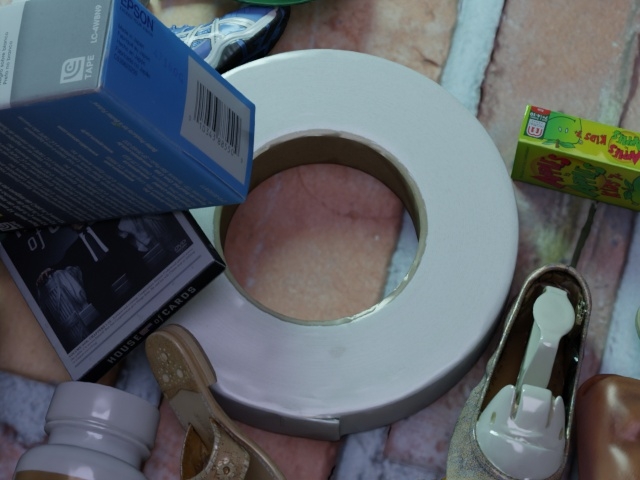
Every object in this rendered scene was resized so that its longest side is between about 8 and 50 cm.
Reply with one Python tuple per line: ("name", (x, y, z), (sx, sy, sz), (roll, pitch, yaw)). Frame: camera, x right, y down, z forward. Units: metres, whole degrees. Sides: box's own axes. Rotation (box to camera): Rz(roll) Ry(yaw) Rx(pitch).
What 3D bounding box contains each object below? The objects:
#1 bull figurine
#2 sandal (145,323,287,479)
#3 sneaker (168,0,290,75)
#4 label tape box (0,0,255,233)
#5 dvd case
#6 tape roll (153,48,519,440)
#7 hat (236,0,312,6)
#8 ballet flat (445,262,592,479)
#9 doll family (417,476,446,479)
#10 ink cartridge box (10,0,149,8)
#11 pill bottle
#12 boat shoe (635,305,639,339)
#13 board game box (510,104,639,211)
("bull figurine", (0.305, 0.266, 1.775), (0.188, 0.101, 0.310), (3, 68, -2))
("sandal", (-0.108, 0.197, 1.782), (0.079, 0.088, 0.240), (-30, 90, -40))
("sneaker", (-0.123, -0.194, 1.979), (0.211, 0.080, 0.081), (-35, 74, -14))
("label tape box", (-0.269, -0.107, 1.770), (0.348, 0.249, 0.115), (-5, 67, 27))
("dvd case", (-0.214, -0.001, 1.865), (0.179, 0.029, 0.238), (-41, 56, 7))
("tape roll", (0.000, 0.000, 1.902), (0.392, 0.072, 0.392), (0, 68, 1))
("hat", (-0.030, -0.361, 1.967), (0.208, 0.183, 0.173), (-23, 51, -27))
("ballet flat", (0.185, 0.141, 1.772), (0.108, 0.106, 0.316), (18, 49, -2))
("doll family", (0.091, 0.300, 1.752), (0.263, 0.118, 0.163), (-9, 68, -3))
("ink cartridge box", (-0.253, -0.210, 1.950), (0.086, 0.148, 0.203), (23, 69, 9))
("pill bottle", (-0.222, 0.251, 1.769), (0.131, 0.131, 0.229), (12, 68, 6))
("boat shoe", (0.444, 0.028, 1.872), (0.302, 0.098, 0.109), (-20, 69, -8))
("board game box", (0.283, -0.074, 1.919), (0.181, 0.092, 0.043), (14, 70, 6))
